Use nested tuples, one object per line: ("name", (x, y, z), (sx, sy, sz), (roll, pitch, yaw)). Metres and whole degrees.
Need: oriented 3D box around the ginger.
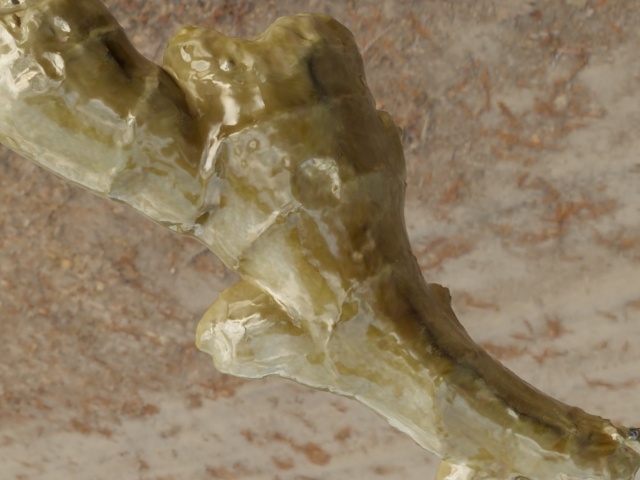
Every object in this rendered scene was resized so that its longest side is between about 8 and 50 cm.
("ginger", (0.000, 0.000, 0.457), (0.333, 0.148, 0.081), (48, 148, -4))
